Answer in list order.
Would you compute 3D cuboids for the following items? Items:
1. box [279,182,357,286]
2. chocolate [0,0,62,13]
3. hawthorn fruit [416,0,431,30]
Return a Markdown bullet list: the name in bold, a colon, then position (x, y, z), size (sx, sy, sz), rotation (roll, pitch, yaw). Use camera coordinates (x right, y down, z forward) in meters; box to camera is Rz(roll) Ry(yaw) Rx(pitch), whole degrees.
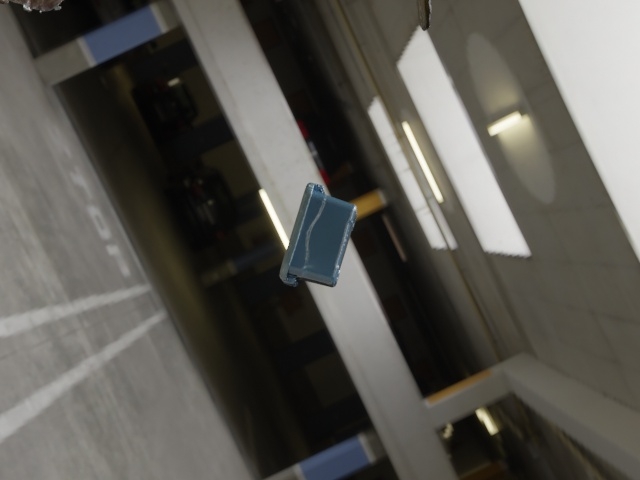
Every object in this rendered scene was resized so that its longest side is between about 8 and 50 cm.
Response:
- **box**: position (0.000, 0.000, 1.012), size (0.074, 0.054, 0.099), rotation (90, 17, -84)
- **chocolate**: position (-0.269, -0.287, 0.890), size (0.093, 0.148, 0.214), rotation (57, 18, 19)
- **hawthorn fruit**: position (0.124, -0.438, 1.247), size (0.285, 0.284, 0.369), rotation (-120, -152, -77)
